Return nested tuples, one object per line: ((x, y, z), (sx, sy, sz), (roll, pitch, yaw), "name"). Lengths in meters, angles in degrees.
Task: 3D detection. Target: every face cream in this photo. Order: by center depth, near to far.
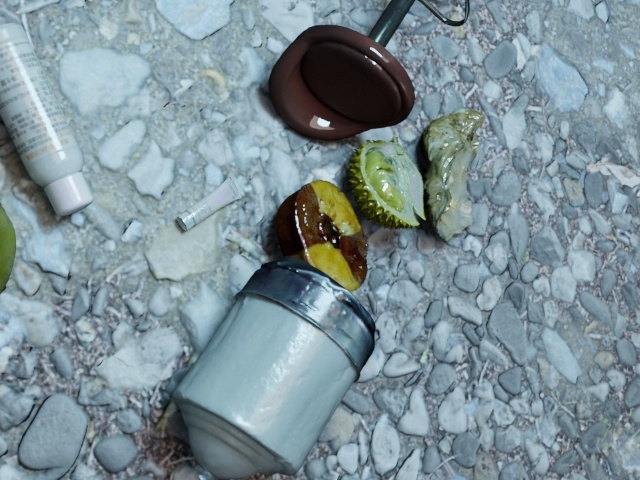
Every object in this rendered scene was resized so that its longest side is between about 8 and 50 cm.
((-0.393, -0.162, 1.305), (0.082, 0.082, 0.269), (-26, 97, -30), "face cream")
((-0.171, -0.055, 1.450), (0.115, 0.020, 0.038), (-37, 101, -31), "face cream")

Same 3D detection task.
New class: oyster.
((0.218, -0.117, 1.634), (0.107, 0.161, 0.232), (9, 82, 16), "oyster")

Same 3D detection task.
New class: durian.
((0.103, -0.105, 1.576), (0.146, 0.102, 0.208), (34, 45, -24), "durian")

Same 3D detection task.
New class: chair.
((0.104, -0.344, 1.532), (0.226, 0.226, 0.401), (40, 67, -19), "chair")

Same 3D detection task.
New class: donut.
((0.000, 0.000, 1.488), (0.166, 0.073, 0.184), (-35, 102, -50), "donut")

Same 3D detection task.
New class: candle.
((-0.079, 0.205, 1.355), (0.221, 0.221, 0.342), (42, 69, -18), "candle")

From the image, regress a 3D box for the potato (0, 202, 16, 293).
((-0.476, 0.017, 1.216), (0.182, 0.117, 0.202), (32, 68, -25), "potato")
